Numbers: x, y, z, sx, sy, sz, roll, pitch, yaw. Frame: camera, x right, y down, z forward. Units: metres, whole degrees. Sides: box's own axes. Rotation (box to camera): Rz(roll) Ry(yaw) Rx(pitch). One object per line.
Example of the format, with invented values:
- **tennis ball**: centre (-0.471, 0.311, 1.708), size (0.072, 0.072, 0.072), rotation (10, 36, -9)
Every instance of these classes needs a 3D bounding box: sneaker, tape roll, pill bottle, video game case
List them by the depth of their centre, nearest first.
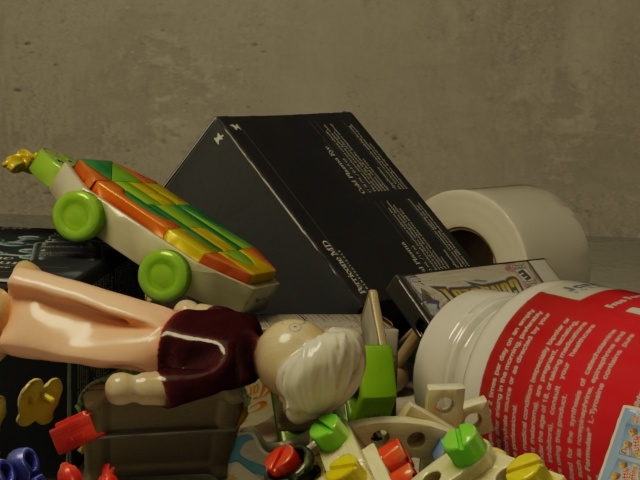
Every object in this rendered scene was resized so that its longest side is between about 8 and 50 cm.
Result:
- **sneaker**: centre (0.027, 0.223, 1.334), size (0.229, 0.092, 0.087), rotation (3, 6, -4)
- **pill bottle**: centre (0.283, 0.162, 1.342), size (0.229, 0.229, 0.408), rotation (-4, 10, -37)
- **video game case**: centre (0.246, 0.130, 1.738), size (0.275, 0.035, 0.248), rotation (-5, 50, -41)
- **tape roll**: centre (0.263, 0.039, 2.165), size (0.246, 0.246, 0.169), rotation (9, 11, 42)

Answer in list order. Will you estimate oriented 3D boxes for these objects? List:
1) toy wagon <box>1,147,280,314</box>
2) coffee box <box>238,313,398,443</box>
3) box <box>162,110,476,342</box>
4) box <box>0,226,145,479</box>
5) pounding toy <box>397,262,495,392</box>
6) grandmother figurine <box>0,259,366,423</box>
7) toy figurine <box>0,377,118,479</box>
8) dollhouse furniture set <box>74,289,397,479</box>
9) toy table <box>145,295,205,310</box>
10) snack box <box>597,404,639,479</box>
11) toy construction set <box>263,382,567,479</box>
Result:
- **toy wagon**: centre (-0.212, -0.023, 1.642), size (0.344, 0.068, 0.267), rotation (34, 8, 11)
- **coffee box**: centre (-0.043, 0.158, 1.610), size (0.247, 0.141, 0.098), rotation (1, 7, -12)
- **box**: centre (0.000, 0.000, 1.991), size (0.312, 0.179, 0.343), rotation (-7, 53, -53)
- **box**: centre (-0.376, 0.110, 1.613), size (0.294, 0.212, 0.395), rotation (2, 7, 4)
- **pounding toy**: centre (0.186, 0.135, 1.881), size (0.110, 0.183, 0.237), rotation (49, 35, 10)
- **grandmother figurine**: centre (-0.129, 0.091, 1.256), size (0.342, 0.104, 0.208), rotation (8, 30, 12)
- **toy figurine**: centre (-0.311, 0.251, 1.073), size (0.217, 0.191, 0.362), rotation (-25, -2, 17)
- **dollhouse furniture set**: centre (-0.093, 0.135, 1.422), size (0.302, 0.151, 0.197), rotation (-1, -33, -10)
- **toy table**: centre (-0.264, 0.054, 2.051), size (0.274, 0.252, 0.161), rotation (-9, -9, 0)
- **snack box**: centre (0.243, 0.221, 1.132), size (0.064, 0.178, 0.022), rotation (10, -17, 45)
- **toy construction set**: centre (0.076, 0.200, 1.166), size (0.215, 0.151, 0.327), rotation (-34, 10, 3)
